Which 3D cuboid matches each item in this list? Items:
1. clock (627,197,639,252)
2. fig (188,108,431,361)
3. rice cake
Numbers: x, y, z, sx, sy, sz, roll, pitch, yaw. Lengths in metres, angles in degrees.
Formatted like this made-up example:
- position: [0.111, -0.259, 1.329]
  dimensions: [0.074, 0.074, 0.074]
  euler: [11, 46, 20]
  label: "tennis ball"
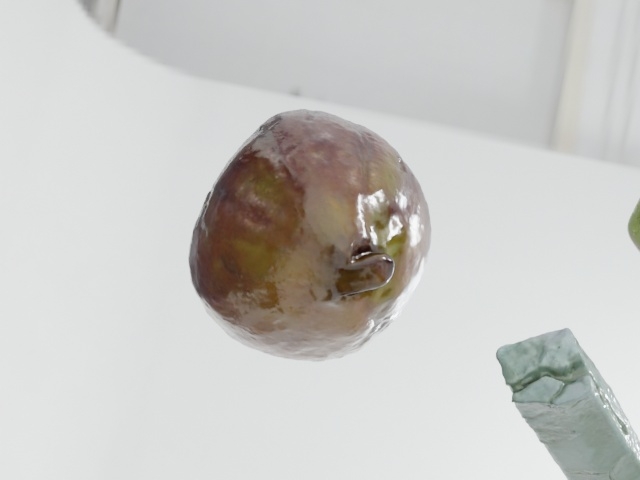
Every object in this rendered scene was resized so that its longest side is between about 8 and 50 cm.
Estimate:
- position: [0.387, 0.023, 1.518]
  dimensions: [0.170, 0.232, 0.069]
  euler: [-116, -134, -65]
  label: "clock"
- position: [-0.007, -0.003, 1.560]
  dimensions: [0.263, 0.224, 0.224]
  euler: [61, 40, -78]
  label: "fig"
- position: [0.214, 0.165, 1.365]
  dimensions: [0.336, 0.066, 0.063]
  euler: [51, 25, -53]
  label: "rice cake"
